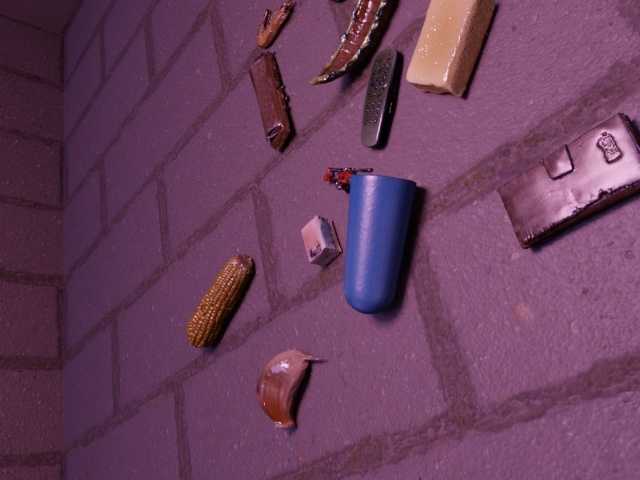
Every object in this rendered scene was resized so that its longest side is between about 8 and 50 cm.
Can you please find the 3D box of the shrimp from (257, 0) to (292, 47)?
[{"bbox_3d":[-0.134,-0.640,1.752,0.178,0.034,0.124,-50,40,37],"label":"shrimp"}]

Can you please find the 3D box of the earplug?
[{"bbox_3d":[0.109,0.012,1.219,0.132,0.132,0.273,8,91,51],"label":"earplug"}]

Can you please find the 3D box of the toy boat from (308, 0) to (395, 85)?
[{"bbox_3d":[0.080,-0.468,1.398,0.293,0.099,0.108,-59,42,11],"label":"toy boat"}]

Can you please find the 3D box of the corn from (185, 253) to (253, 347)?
[{"bbox_3d":[-0.280,0.173,1.673,0.320,0.097,0.097,-57,43,21],"label":"corn"}]

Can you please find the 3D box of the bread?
[{"bbox_3d":[0.249,-0.382,1.189,0.125,0.068,0.188,27,103,50],"label":"bread"}]

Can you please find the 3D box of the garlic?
[{"bbox_3d":[-0.073,0.321,1.404,0.128,0.090,0.198,33,100,33],"label":"garlic"}]

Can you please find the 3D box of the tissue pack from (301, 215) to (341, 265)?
[{"bbox_3d":[0.000,0.000,1.400,0.074,0.059,0.094,-45,49,37],"label":"tissue pack"}]

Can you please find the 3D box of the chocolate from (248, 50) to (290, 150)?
[{"bbox_3d":[-0.143,-0.390,1.670,0.102,0.065,0.329,-43,49,36],"label":"chocolate"}]

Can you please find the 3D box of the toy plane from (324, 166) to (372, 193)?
[{"bbox_3d":[0.054,-0.141,1.389,0.145,0.037,0.060,10,84,50],"label":"toy plane"}]

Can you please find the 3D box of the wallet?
[{"bbox_3d":[0.395,-0.088,0.956,0.230,0.042,0.124,-36,58,41],"label":"wallet"}]

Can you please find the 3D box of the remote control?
[{"bbox_3d":[0.131,-0.311,1.334,0.072,0.042,0.222,6,84,51],"label":"remote control"}]
